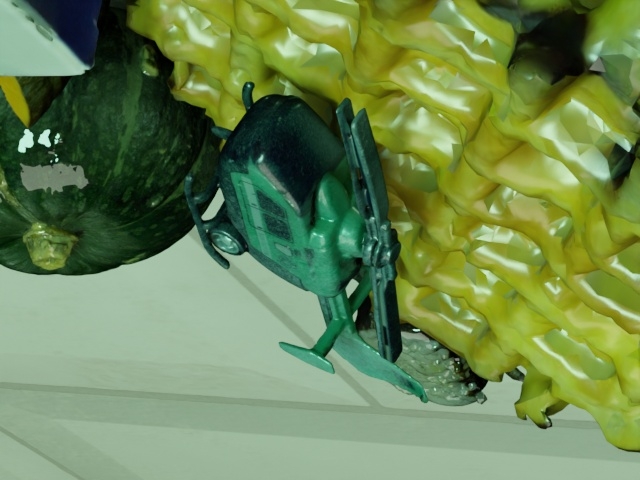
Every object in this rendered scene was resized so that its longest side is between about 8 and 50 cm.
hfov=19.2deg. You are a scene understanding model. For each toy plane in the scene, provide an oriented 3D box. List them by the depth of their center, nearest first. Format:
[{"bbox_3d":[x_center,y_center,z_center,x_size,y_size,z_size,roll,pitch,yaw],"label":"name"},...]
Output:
[{"bbox_3d":[0.000,0.000,0.886,0.096,0.060,0.235,19,152,21],"label":"toy plane"}]

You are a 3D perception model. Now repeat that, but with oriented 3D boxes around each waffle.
[{"bbox_3d":[0.065,-0.038,0.874,0.379,0.095,0.382,21,152,44],"label":"waffle"}]

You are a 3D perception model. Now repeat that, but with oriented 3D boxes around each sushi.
[{"bbox_3d":[0.074,0.058,1.320,0.090,0.078,0.150,9,161,25],"label":"sushi"}]

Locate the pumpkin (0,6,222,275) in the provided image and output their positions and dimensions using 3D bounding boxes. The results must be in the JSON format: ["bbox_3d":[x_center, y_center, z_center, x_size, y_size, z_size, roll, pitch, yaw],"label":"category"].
[{"bbox_3d":[-0.145,-0.056,1.053,0.190,0.146,0.190,15,170,3],"label":"pumpkin"}]

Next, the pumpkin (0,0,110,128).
[{"bbox_3d":[-0.163,-0.144,0.885,0.183,0.107,0.119,36,163,27],"label":"pumpkin"}]

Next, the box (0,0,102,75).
[{"bbox_3d":[-0.216,-0.171,0.722,0.299,0.200,0.106,2,158,23],"label":"box"}]
